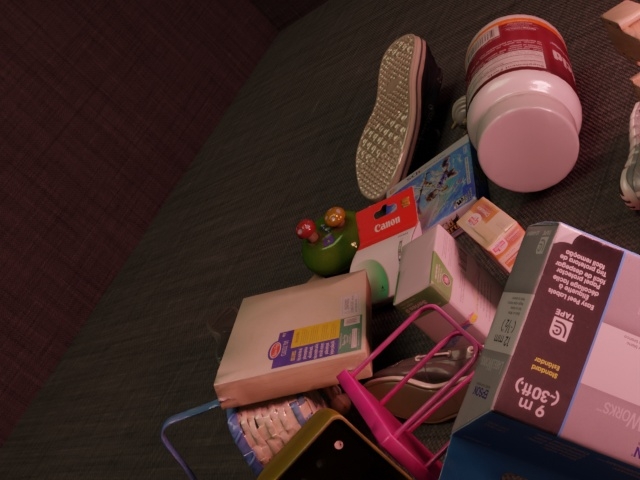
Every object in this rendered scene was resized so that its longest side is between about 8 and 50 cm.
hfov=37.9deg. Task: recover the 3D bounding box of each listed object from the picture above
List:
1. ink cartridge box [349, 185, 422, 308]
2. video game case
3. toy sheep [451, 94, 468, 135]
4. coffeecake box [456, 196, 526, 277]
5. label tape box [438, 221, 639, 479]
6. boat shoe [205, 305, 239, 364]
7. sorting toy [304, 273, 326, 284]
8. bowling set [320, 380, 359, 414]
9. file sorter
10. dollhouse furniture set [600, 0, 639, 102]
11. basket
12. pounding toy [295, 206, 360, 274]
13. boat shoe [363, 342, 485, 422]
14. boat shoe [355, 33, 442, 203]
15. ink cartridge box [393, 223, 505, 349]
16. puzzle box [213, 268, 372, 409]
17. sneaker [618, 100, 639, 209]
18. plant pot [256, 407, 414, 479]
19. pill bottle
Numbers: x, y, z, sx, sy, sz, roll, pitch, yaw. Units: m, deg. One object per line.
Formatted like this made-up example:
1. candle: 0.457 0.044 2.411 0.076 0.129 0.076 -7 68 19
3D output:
1. ink cartridge box: 0.134 0.018 1.953 0.181 0.056 0.225 -25 68 43
2. video game case: 0.251 -0.085 2.051 0.244 0.061 0.270 -36 25 26
3. toy sheep: 0.350 -0.299 2.201 0.091 0.091 0.132 -33 21 30
4. coffeecake box: 0.330 0.028 1.564 0.068 0.185 0.142 -45 23 5
5. label tape box: 0.317 0.183 1.116 0.115 0.249 0.348 164 127 -80
6. boat shoe: -0.193 0.263 2.230 0.118 0.103 0.320 -30 27 -10
7. sorting toy: -0.043 0.173 2.181 0.193 0.038 0.208 -45 18 5
8. bowling set: 0.016 0.251 1.852 0.199 0.154 0.287 -36 15 -26
9. file sorter: 0.203 0.257 1.283 0.182 0.291 0.202 -43 23 1
10. dollhouse furniture set: 0.634 -0.276 1.369 0.303 0.286 0.198 -33 28 6
11. basket: -0.111 0.379 1.692 0.288 0.255 0.201 -26 22 2
12. pounding toy: 0.031 -0.014 2.180 0.183 0.110 0.236 -50 40 -12
13. boat shoe: 0.216 0.230 1.546 0.335 0.112 0.095 -14 30 45
14. boat shoe: 0.215 -0.296 2.357 0.186 0.156 0.501 -18 48 41
15. ink cartridge box: 0.231 0.103 1.584 0.093 0.212 0.154 -35 26 34
16. puzzle box: -0.039 0.175 1.753 0.272 0.052 0.409 -13 17 8
17. sneaker: 0.589 -0.156 1.569 0.132 0.086 0.229 -13 50 45
18. plant pot: 0.014 0.395 1.513 0.212 0.212 0.187 -47 12 -1
19. pill bottle: 0.408 -0.282 1.890 0.224 0.224 0.392 -34 26 28
